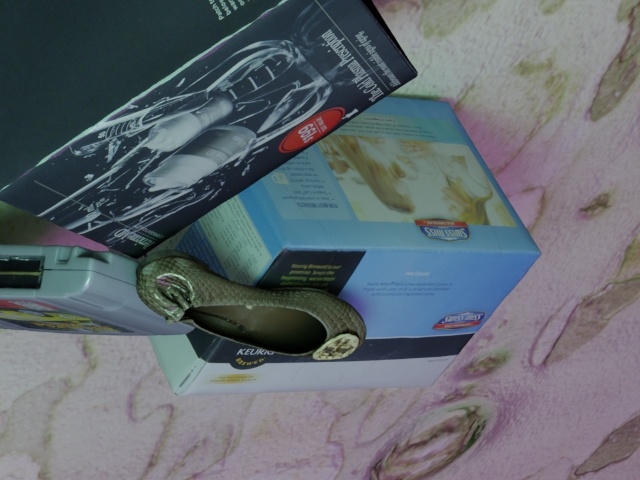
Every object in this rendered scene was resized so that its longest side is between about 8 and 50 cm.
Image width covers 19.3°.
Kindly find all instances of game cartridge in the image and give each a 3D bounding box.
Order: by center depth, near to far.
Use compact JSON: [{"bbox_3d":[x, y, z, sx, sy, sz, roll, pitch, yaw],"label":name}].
[{"bbox_3d":[-0.267,0.048,1.778,0.294,0.060,0.196,0,170,34],"label":"game cartridge"}]

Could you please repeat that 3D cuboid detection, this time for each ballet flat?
[{"bbox_3d":[-0.059,0.071,1.703,0.250,0.058,0.084,21,126,-36],"label":"ballet flat"}]

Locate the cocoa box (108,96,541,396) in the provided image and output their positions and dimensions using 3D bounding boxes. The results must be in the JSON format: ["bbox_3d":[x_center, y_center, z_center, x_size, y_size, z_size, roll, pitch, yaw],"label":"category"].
[{"bbox_3d":[0.000,0.000,1.913,0.347,0.231,0.228,1,137,-40],"label":"cocoa box"}]

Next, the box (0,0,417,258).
[{"bbox_3d":[-0.120,-0.158,1.552,0.312,0.179,0.343,-32,165,7],"label":"box"}]
